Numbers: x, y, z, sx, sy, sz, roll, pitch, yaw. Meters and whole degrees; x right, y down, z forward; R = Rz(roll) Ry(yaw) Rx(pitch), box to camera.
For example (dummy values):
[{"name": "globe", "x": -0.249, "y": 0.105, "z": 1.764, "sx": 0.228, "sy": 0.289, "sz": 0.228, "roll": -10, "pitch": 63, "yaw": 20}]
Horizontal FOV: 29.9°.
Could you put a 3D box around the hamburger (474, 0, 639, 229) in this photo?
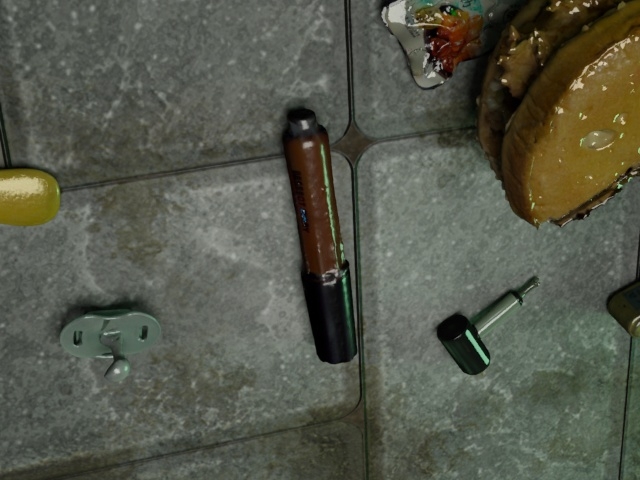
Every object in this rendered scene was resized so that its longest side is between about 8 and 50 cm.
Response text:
[{"name": "hamburger", "x": 0.390, "y": -0.262, "z": 1.680, "sx": 0.445, "sy": 0.268, "sz": 0.287, "roll": -35, "pitch": 131, "yaw": 8}]

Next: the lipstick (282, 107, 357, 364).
[{"name": "lipstick", "x": 0.000, "y": 0.000, "z": 1.819, "sx": 0.077, "sy": 0.077, "sz": 0.418, "roll": -14, "pitch": 118, "yaw": -10}]

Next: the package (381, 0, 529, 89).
[{"name": "package", "x": 0.209, "y": -0.327, "z": 1.736, "sx": 0.232, "sy": 0.040, "sz": 0.166, "roll": -29, "pitch": 123, "yaw": -5}]

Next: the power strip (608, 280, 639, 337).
[{"name": "power strip", "x": 0.676, "y": 0.046, "z": 2.042, "sx": 0.387, "sy": 0.092, "sz": 0.066, "roll": -27, "pitch": 124, "yaw": -3}]

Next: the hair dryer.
[{"name": "hair dryer", "x": 0.294, "y": 0.131, "z": 1.996, "sx": 0.198, "sy": 0.057, "sz": 0.100, "roll": -40, "pitch": 123, "yaw": -1}]

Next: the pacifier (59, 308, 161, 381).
[{"name": "pacifier", "x": -0.311, "y": 0.163, "z": 1.787, "sx": 0.150, "sy": 0.116, "sz": 0.127, "roll": 0, "pitch": 142, "yaw": -21}]

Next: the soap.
[{"name": "soap", "x": -0.448, "y": -0.060, "z": 1.672, "sx": 0.168, "sy": 0.033, "sz": 0.089, "roll": -1, "pitch": 114, "yaw": -16}]
